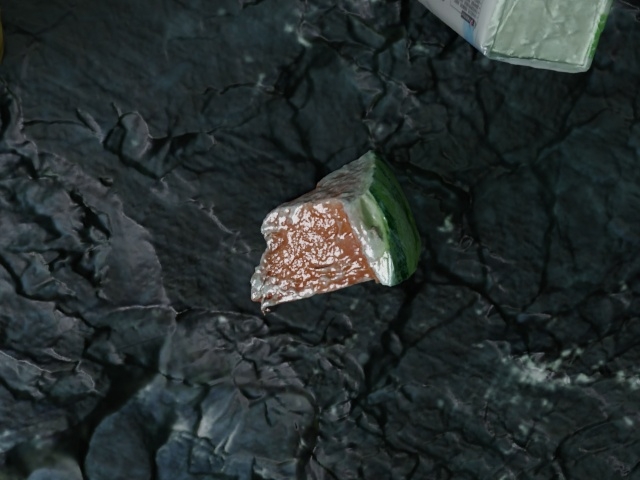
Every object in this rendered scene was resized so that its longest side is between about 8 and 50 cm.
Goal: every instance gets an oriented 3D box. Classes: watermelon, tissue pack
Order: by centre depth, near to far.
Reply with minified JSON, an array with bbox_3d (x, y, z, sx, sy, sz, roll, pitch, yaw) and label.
[{"bbox_3d":[0.173,-0.229,1.519,0.145,0.229,0.159,12,106,-18],"label":"tissue pack"},{"bbox_3d":[0.019,-0.011,1.660,0.158,0.121,0.098,-18,101,40],"label":"watermelon"}]

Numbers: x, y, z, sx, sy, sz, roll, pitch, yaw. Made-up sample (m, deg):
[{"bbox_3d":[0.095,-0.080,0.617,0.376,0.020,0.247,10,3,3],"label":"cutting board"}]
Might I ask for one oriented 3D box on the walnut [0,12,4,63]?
[{"bbox_3d":[-0.349,-0.137,1.433,0.257,0.257,0.224,-53,144,7],"label":"walnut"}]
